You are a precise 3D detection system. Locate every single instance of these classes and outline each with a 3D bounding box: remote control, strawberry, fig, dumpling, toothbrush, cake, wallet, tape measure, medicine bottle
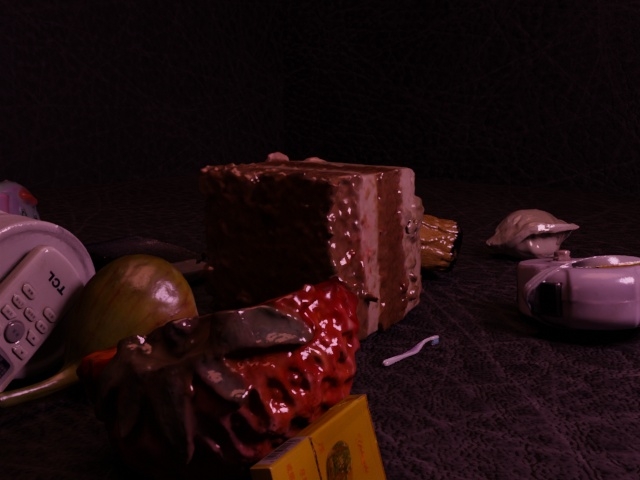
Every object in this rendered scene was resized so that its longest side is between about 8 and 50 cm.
[{"bbox_3d":[-0.345,0.094,0.861,0.029,0.087,0.190,8,49,33],"label":"remote control"},{"bbox_3d":[-0.073,0.138,0.755,0.265,0.149,0.336,-20,-4,10],"label":"strawberry"},{"bbox_3d":[-0.249,0.130,0.877,0.151,0.151,0.259,6,37,31],"label":"fig"},{"bbox_3d":[0.443,-0.009,1.626,0.199,0.118,0.136,-19,-3,31],"label":"dumpling"},{"bbox_3d":[0.122,0.148,1.026,0.011,0.013,0.131,-4,6,41],"label":"toothbrush"},{"bbox_3d":[0.000,0.000,1.166,0.282,0.256,0.290,9,18,35],"label":"cake"},{"bbox_3d":[-0.342,0.047,1.455,0.262,0.071,0.221,9,9,27],"label":"wallet"},{"bbox_3d":[0.404,0.075,1.122,0.236,0.120,0.197,-2,4,18],"label":"tape measure"},{"bbox_3d":[-0.486,0.051,1.005,0.371,0.211,0.211,7,13,36],"label":"medicine bottle"}]

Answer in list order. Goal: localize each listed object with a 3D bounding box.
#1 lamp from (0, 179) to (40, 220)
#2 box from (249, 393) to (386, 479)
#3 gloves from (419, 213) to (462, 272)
[{"bbox_3d":[-0.669,-0.051,1.427,0.247,0.301,0.247,-38,-8,-5],"label":"lamp"},{"bbox_3d":[0.004,0.187,0.604,0.023,0.087,0.155,-15,1,31],"label":"box"},{"bbox_3d":[0.090,-0.004,1.462,0.356,0.155,0.203,-4,7,-2],"label":"gloves"}]
